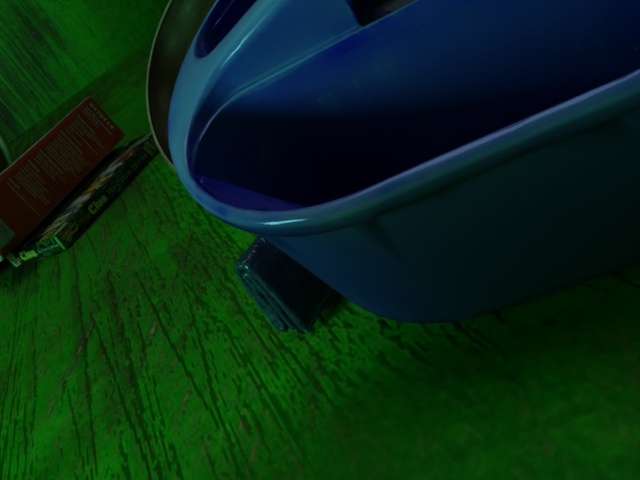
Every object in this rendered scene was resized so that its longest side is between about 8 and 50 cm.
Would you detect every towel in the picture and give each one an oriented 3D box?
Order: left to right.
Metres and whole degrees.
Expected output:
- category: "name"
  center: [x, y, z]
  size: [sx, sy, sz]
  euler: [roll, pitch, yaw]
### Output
- category: "towel"
  center: [0.000, 0.000, 0.542]
  size: [0.119, 0.067, 0.029]
  euler: [-48, 24, -27]

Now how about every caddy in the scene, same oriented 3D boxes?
- category: "caddy"
  center: [0.080, -0.109, 0.407]
  size: [0.341, 0.179, 0.241]
  euler: [-23, 47, 24]

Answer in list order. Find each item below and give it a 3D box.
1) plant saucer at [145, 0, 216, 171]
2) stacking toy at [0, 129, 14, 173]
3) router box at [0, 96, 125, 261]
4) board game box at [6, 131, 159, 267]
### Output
- category: "plant saucer"
  center: [-0.046, -0.190, 0.820]
  size: [0.310, 0.050, 0.311]
  euler: [-9, 73, 32]
- category: "stacking toy"
  center: [-0.739, -0.023, 1.380]
  size: [0.350, 0.351, 0.480]
  euler: [-28, 37, 19]
- category: "router box"
  center: [-0.489, -0.045, 1.254]
  size: [0.335, 0.082, 0.301]
  euler: [-25, 24, 41]
- category: "board game box"
  center: [-0.335, -0.065, 1.193]
  size: [0.136, 0.030, 0.260]
  euler: [-19, 28, 40]
